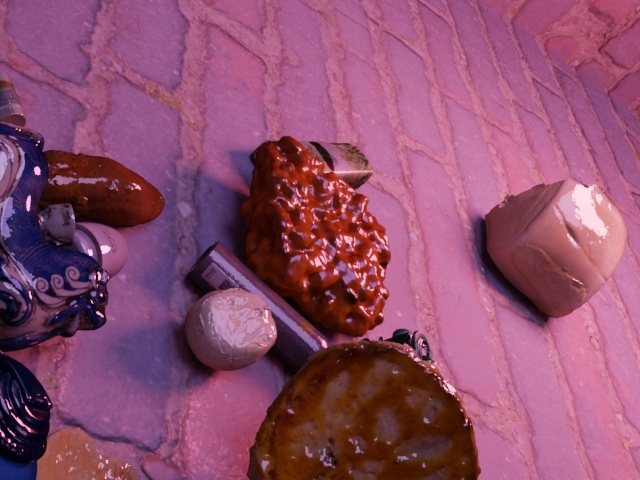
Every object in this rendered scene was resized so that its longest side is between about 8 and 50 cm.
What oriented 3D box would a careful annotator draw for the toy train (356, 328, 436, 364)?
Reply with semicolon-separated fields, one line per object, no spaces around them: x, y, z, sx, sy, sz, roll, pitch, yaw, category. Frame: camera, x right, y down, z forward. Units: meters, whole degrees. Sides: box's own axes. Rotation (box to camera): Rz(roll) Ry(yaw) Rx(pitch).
0.113;0.265;1.382;0.189;0.126;0.307;63;28;-21;toy train

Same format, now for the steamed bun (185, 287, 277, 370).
-0.134;0.131;1.299;0.130;0.091;0.112;-8;69;-37;steamed bun

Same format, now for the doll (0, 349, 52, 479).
-0.350;0.237;0.783;0.310;0.284;0.240;65;6;25;doll

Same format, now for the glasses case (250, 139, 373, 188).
-0.010;-0.147;1.770;0.272;0.062;0.095;-8;62;-53;glasses case

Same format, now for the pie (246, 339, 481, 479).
0.061;0.286;1.196;0.315;0.315;0.092;48;-5;1;pie

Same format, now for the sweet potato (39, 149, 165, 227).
-0.339;-0.076;1.278;0.355;0.106;0.095;10;89;-46;sweet potato

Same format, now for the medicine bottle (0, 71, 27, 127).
-0.461;-0.201;1.321;0.047;0.047;0.083;-1;55;-49;medicine bottle

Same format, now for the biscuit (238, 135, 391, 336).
0.000;0.000;1.557;0.312;0.110;0.318;36;34;-33;biscuit

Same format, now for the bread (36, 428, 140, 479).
-0.295;0.311;0.970;0.182;0.039;0.250;34;36;-17;bread

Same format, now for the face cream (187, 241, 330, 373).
-0.078;0.120;1.393;0.283;0.073;0.073;43;33;-7;face cream

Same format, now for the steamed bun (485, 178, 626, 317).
0.547;-0.003;2.072;0.290;0.272;0.273;35;35;-12;steamed bun

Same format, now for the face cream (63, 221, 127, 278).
-0.312;0.019;1.217;0.091;0.091;0.095;54;26;11;face cream

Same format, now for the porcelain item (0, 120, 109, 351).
-0.363;-0.012;1.096;0.186;0.138;0.288;-5;70;-34;porcelain item
